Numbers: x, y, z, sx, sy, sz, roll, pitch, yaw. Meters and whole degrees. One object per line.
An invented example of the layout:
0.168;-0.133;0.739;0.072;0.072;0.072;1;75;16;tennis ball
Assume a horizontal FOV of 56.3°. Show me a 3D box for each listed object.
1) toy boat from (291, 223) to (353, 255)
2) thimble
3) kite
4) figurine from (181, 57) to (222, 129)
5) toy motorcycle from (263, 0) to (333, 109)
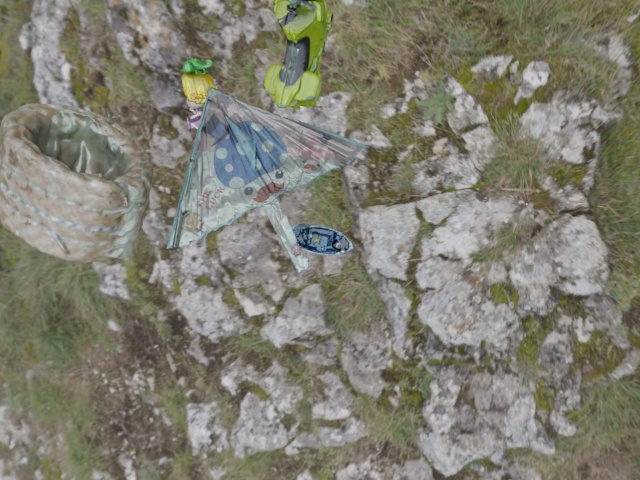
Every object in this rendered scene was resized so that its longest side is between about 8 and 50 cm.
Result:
0.000;0.000;1.239;0.137;0.061;0.060;13;101;-5;toy boat
-0.350;-0.087;0.847;0.229;0.196;0.148;49;128;37;thimble
-0.105;-0.104;1.060;0.406;0.014;0.368;-28;103;-4;kite
-0.252;-0.331;1.345;0.115;0.095;0.156;-12;114;-17;figurine
-0.043;-0.473;1.377;0.142;0.206;0.342;22;111;30;toy motorcycle
